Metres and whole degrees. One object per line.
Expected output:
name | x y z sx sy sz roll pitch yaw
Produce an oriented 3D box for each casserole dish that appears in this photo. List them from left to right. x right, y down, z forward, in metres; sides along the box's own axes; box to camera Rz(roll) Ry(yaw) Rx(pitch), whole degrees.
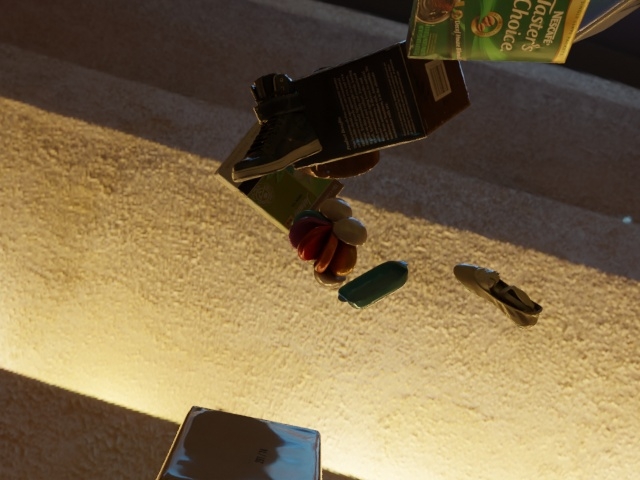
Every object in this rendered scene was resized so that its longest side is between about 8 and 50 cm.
casserole dish | 0.130 0.109 1.641 0.189 0.036 0.114 -30 -157 -14

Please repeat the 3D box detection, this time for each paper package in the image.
paper package | -0.157 0.489 1.362 0.310 0.168 0.325 13 -169 -2

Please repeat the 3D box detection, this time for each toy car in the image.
toy car | 0.000 0.000 1.438 0.136 0.159 0.182 10 -150 -30

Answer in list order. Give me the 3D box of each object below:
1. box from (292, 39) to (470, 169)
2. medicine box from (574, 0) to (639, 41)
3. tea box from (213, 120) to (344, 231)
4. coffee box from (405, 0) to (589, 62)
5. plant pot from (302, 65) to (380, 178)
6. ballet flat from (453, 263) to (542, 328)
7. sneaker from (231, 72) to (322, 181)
box | 0.106 -0.286 1.386 0.294 0.182 0.296 -9 -164 33
medicine box | 0.354 -0.439 0.848 0.149 0.263 0.289 -28 -93 -32
tea box | -0.139 -0.188 2.144 0.324 0.220 0.329 38 177 -10
coffee box | 0.193 -0.251 0.757 0.184 0.113 0.040 2 -124 -1
plant pot | 0.038 -0.306 1.712 0.216 0.230 0.215 -3 -144 2
ballet flat | 0.456 0.125 1.758 0.248 0.086 0.086 37 -136 10
sneaker | -0.099 -0.200 1.206 0.086 0.163 0.226 -10 -163 37
